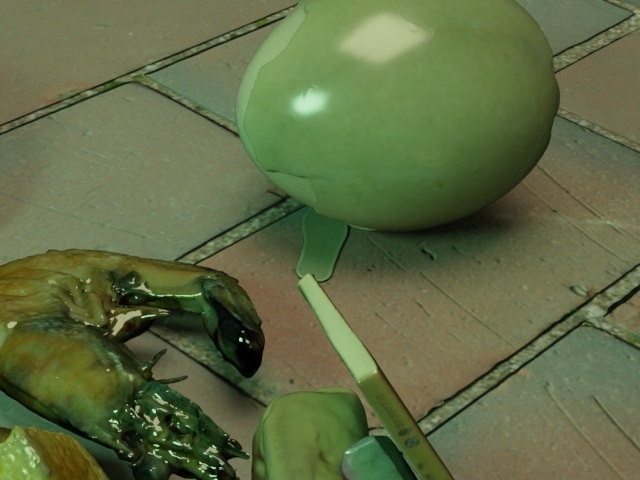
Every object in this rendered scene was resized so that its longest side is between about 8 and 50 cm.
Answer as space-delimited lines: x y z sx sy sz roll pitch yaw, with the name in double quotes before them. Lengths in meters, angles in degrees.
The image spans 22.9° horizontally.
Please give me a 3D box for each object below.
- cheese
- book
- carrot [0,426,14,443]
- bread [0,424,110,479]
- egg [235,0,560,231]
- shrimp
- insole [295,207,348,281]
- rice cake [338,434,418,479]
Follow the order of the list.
"cheese" -0.005 0.228 1.195 0.093 0.159 0.263 6 36 -10
"book" 0.088 0.177 1.135 0.021 0.310 0.217 -34 19 -1
"carrot" -0.367 0.174 1.310 0.342 0.070 0.070 6 34 4
"bread" -0.236 0.231 1.202 0.160 0.169 0.140 -35 75 3
"egg" 0.068 -0.147 1.652 0.336 0.278 0.278 -4 34 -24
"shrimp" -0.156 0.102 1.398 0.272 0.085 0.445 -13 26 -27
"insole" 0.000 0.000 1.671 0.053 0.002 0.152 9 34 5
"rice cake" 0.102 0.261 1.115 0.051 0.290 0.081 -33 2 12
